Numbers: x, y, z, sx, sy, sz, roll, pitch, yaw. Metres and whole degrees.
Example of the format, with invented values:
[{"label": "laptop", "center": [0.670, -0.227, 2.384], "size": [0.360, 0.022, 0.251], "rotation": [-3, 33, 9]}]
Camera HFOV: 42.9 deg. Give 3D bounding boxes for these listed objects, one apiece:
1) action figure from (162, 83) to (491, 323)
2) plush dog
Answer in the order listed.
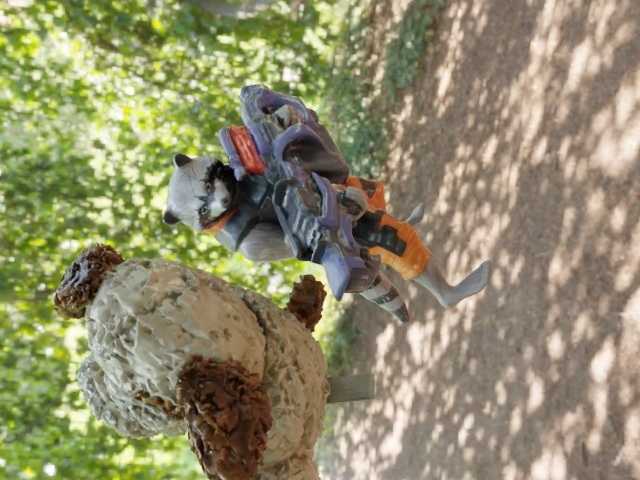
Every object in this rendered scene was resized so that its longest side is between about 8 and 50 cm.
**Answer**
[{"label": "action figure", "center": [0.000, 0.000, 0.819], "size": [0.178, 0.330, 0.341], "rotation": [-60, 25, 27]}, {"label": "plush dog", "center": [-0.086, 0.092, 0.632], "size": [0.210, 0.262, 0.225], "rotation": [-54, -27, -6]}]
